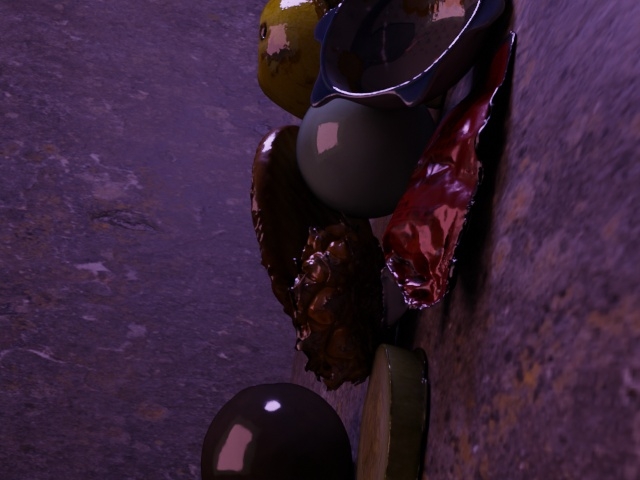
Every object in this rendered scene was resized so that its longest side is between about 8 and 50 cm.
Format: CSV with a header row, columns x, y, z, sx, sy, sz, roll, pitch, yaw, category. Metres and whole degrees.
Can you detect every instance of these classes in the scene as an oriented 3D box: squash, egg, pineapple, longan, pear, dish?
x,y,z,sx,sy,sz,roll,pitch,yaw,category
0.064,0.217,0.892,0.219,0.041,0.219,-169,90,-87,squash
0.054,-0.109,1.042,0.231,0.168,0.167,146,136,-83,egg
0.040,0.074,1.008,0.225,0.076,0.224,-4,-90,-65,pineapple
-0.058,0.316,1.209,0.248,0.248,0.248,-169,90,-86,longan
0.024,-0.328,1.465,0.283,0.284,0.283,-169,90,-86,pear
0.097,-0.202,0.913,0.228,0.086,0.236,-51,40,3,dish

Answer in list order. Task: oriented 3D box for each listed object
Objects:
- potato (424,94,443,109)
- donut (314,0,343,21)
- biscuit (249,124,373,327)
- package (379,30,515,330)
x,y,z,sx,sy,sz,roll,pitch,yaw,category
0.129,-0.224,1.089,0.096,0.067,0.103,-104,28,-74,potato
0.056,-0.333,1.201,0.272,0.107,0.271,158,90,-77,donut
0.000,0.000,1.129,0.318,0.040,0.317,45,-144,-47,biscuit
0.111,-0.048,0.812,0.194,0.071,0.269,151,135,-66,package
